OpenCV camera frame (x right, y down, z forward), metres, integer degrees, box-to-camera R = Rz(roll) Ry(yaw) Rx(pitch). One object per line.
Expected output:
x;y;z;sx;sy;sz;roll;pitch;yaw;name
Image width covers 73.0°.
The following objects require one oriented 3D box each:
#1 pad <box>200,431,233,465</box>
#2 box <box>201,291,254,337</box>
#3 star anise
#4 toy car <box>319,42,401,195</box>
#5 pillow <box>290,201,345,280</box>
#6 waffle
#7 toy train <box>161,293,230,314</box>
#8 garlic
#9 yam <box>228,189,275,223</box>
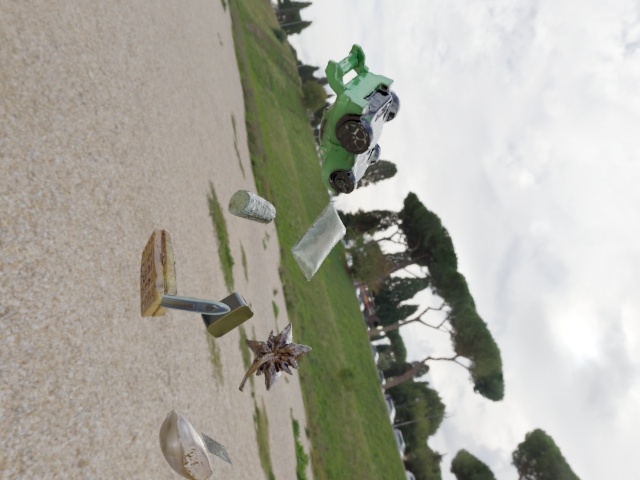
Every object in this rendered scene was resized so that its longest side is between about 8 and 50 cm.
-0.486;0.976;2.026;0.127;0.004;0.190;37;-14;49;pad
-0.408;0.323;1.890;0.090;0.201;0.144;53;-8;30;box
-0.213;0.519;1.935;0.292;0.349;0.109;-116;-171;-52;star anise
0.084;-0.297;1.143;0.213;0.176;0.359;-51;167;-38;toy car
0.000;0.000;1.777;0.075;0.302;0.185;12;-36;41;pillow
-0.686;0.138;1.816;0.224;0.098;0.328;-40;-126;42;waffle
-0.448;0.232;1.555;0.048;0.251;0.055;40;56;-76;toy train
-0.500;0.766;1.579;0.112;0.143;0.318;-114;-177;-66;garlic
-0.242;-0.117;1.531;0.183;0.107;0.107;23;49;-60;yam
